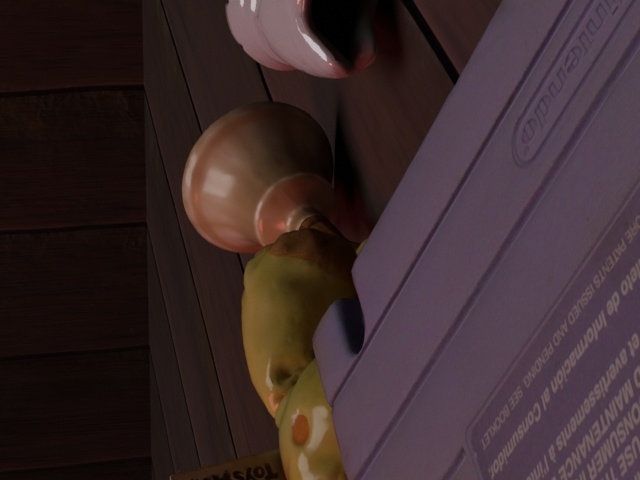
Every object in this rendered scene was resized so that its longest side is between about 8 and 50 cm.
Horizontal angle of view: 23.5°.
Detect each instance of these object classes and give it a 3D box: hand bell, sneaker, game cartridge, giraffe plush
[{"bbox_3d":[0.000,0.000,1.090,0.242,0.126,0.126,-135,40,-55],"label":"hand bell"},{"bbox_3d":[0.006,-0.242,0.975,0.129,0.111,0.297,36,135,55],"label":"sneaker"},{"bbox_3d":[0.107,-0.005,0.398,0.355,0.068,0.230,-61,35,37],"label":"game cartridge"},{"bbox_3d":[0.054,0.043,0.669,0.181,0.210,0.170,52,134,10],"label":"giraffe plush"}]
